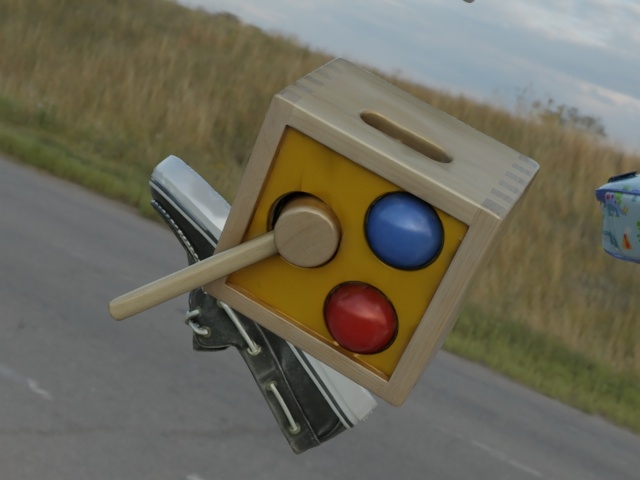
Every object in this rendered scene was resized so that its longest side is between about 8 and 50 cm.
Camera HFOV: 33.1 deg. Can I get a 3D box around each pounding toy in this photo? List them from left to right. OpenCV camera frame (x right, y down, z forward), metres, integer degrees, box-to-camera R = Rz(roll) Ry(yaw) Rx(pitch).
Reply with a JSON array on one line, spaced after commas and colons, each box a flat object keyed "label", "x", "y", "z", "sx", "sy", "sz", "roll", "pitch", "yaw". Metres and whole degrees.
[{"label": "pounding toy", "x": 0.000, "y": 0.000, "z": 0.496, "sx": 0.141, "sy": 0.130, "sz": 0.100, "roll": 30, "pitch": 31, "yaw": 10}]

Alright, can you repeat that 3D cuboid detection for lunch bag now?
[{"label": "lunch bag", "x": 0.403, "y": -0.030, "z": 1.104, "sx": 0.176, "sy": 0.090, "sz": 0.219, "roll": -12, "pitch": 10, "yaw": -16}]

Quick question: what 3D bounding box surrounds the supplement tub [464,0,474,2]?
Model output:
[{"label": "supplement tub", "x": 0.203, "y": -0.363, "z": 1.373, "sx": 0.071, "sy": 0.107, "sz": 0.071, "roll": 43, "pitch": 7, "yaw": -6}]

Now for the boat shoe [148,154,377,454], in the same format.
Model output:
[{"label": "boat shoe", "x": -0.079, "y": 0.073, "z": 1.073, "sx": 0.335, "sy": 0.119, "sz": 0.121, "roll": 53, "pitch": -5, "yaw": -6}]
